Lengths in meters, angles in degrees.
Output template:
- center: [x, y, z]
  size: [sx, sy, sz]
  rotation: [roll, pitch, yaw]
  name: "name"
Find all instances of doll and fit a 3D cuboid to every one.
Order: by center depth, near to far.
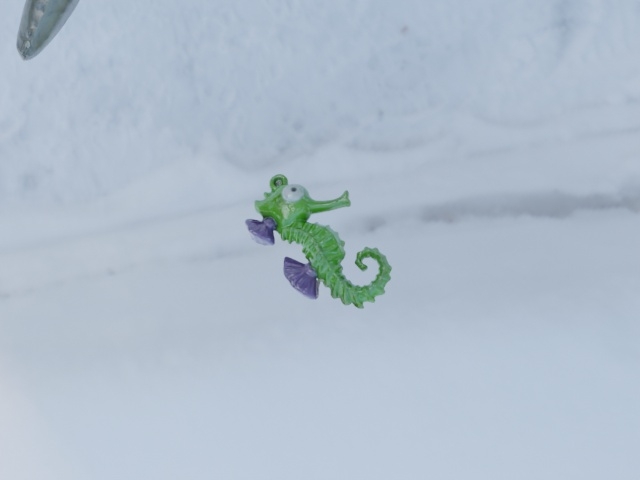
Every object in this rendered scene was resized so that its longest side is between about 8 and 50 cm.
- center: [0.000, 0.000, 1.449]
  size: [0.115, 0.190, 0.050]
  rotation: [-39, 157, -1]
  name: "doll"

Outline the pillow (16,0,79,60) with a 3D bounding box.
- center: [-0.248, -0.293, 1.365]
  size: [0.051, 0.093, 0.241]
  rotation: [26, 99, -3]
  name: "pillow"
